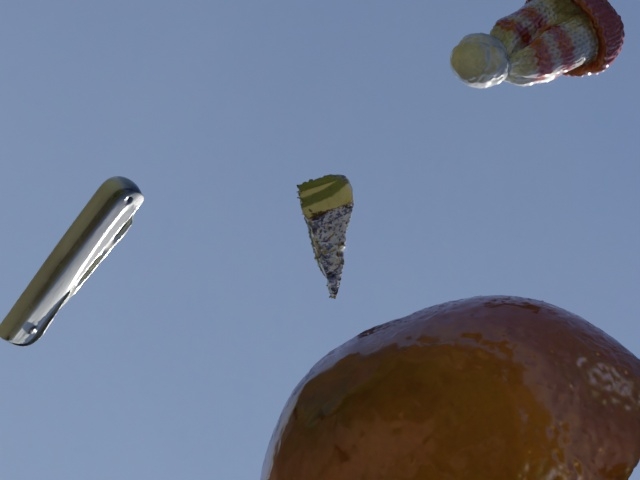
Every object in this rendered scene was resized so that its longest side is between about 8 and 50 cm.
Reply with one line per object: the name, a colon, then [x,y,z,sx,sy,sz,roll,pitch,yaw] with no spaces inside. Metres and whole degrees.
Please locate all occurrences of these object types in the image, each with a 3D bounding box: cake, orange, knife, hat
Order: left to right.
knife: [-0.320,0.030,2.216,0.265,0.073,0.040,-51,-126,6]
cake: [0.000,0.000,1.688,0.051,0.055,0.140,-113,-158,-43]
orange: [0.083,0.178,1.280,0.274,0.274,0.310,54,-40,37]
hat: [0.186,-0.173,1.549,0.112,0.162,0.093,6,-59,55]
